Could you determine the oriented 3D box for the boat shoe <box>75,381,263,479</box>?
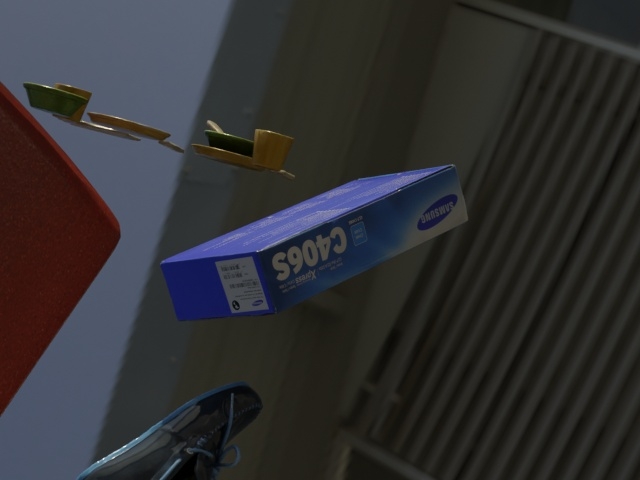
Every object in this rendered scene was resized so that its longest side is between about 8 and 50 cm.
[{"bbox_3d":[-0.153,0.246,1.606,0.258,0.089,0.109,-34,-24,-32],"label":"boat shoe"}]

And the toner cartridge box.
[{"bbox_3d":[0.000,0.000,1.735,0.348,0.165,0.075,-24,-76,-44],"label":"toner cartridge box"}]

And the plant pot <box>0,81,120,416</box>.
[{"bbox_3d":[-0.283,-0.011,0.585,0.267,0.267,0.235,-60,-29,-29],"label":"plant pot"}]

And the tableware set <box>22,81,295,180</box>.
[{"bbox_3d":[-0.089,-0.067,0.866,0.104,0.154,0.024,20,-95,-80],"label":"tableware set"}]
